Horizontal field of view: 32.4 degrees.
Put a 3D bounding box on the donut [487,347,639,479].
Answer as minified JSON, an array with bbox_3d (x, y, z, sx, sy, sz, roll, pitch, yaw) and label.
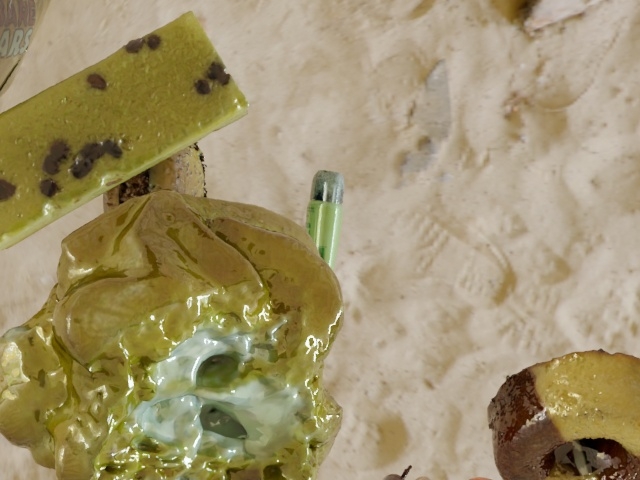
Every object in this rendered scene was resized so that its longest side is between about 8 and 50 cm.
[{"bbox_3d":[0.234,0.178,0.976,0.184,0.073,0.166,-19,120,29],"label":"donut"}]

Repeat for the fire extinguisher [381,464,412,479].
[{"bbox_3d":[0.083,0.332,1.419,0.039,0.132,0.056,34,110,16],"label":"fire extinguisher"}]

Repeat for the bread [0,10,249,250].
[{"bbox_3d":[-0.269,-0.122,1.272,0.361,0.077,0.138,-31,94,-9],"label":"bread"}]

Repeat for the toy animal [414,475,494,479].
[{"bbox_3d":[0.114,0.210,0.568,0.171,0.197,0.171,-15,107,-58],"label":"toy animal"}]

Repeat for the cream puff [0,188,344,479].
[{"bbox_3d":[-0.125,0.089,0.978,0.323,0.274,0.270,22,84,-38],"label":"cream puff"}]

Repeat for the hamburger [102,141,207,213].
[{"bbox_3d":[-0.206,-0.063,1.443,0.113,0.185,0.177,-9,72,13],"label":"hamburger"}]

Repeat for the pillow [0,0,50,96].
[{"bbox_3d":[-0.461,-0.201,1.315,0.119,0.310,0.312,41,108,4],"label":"pillow"}]

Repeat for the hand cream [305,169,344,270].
[{"bbox_3d":[0.000,0.000,1.375,0.046,0.095,0.175,9,92,-11],"label":"hand cream"}]
